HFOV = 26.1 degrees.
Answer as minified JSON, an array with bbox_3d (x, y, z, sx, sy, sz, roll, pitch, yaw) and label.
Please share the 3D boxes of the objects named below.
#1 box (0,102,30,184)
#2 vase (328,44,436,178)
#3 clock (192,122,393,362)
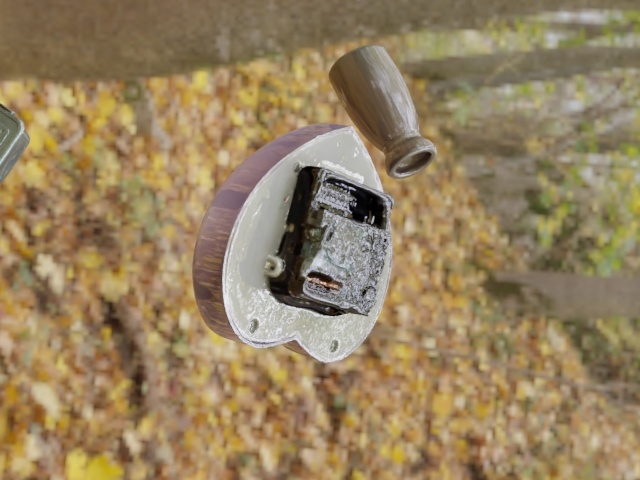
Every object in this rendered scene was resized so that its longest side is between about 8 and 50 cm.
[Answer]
[{"bbox_3d":[-0.435,-0.118,1.786,0.122,0.084,0.069,-56,171,-6],"label":"box"},{"bbox_3d":[0.050,-0.100,1.080,0.100,0.053,0.053,63,1,20],"label":"vase"},{"bbox_3d":[0.000,0.000,0.995,0.198,0.064,0.172,20,85,-54],"label":"clock"}]
